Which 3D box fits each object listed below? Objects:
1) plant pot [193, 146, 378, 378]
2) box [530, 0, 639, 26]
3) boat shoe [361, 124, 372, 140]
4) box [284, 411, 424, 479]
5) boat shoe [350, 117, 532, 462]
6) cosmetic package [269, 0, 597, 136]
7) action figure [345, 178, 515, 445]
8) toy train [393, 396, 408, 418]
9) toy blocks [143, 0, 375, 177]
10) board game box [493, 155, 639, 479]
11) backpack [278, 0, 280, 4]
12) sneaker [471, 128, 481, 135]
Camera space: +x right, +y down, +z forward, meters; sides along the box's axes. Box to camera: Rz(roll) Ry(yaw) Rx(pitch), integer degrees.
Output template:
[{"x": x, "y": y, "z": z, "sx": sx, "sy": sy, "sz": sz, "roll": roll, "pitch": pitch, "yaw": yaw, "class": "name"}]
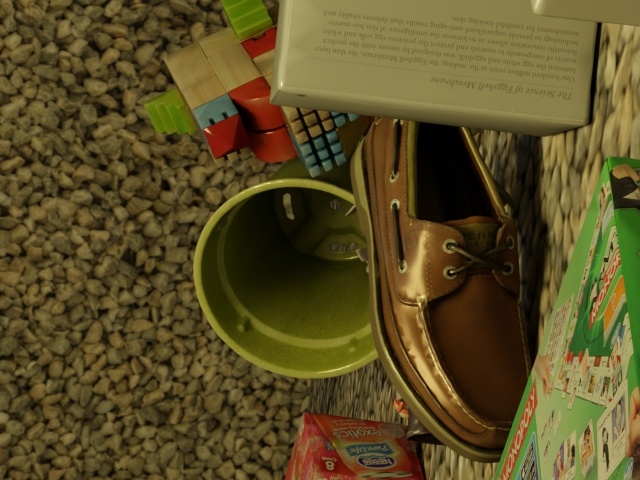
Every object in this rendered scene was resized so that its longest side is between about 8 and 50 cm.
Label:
[{"x": 0.000, "y": 0.000, "z": 2.074, "sx": 0.254, "sy": 0.276, "sz": 0.276, "roll": -66, "pitch": -14, "yaw": -63, "class": "plant pot"}, {"x": 0.168, "y": -0.177, "z": 0.865, "sx": 0.087, "sy": 0.101, "sz": 0.102, "roll": -91, "pitch": 8, "yaw": -56, "class": "box"}, {"x": 0.094, "y": -0.227, "z": 2.120, "sx": 0.073, "sy": 0.080, "sz": 0.223, "roll": 88, "pitch": -168, "yaw": -84, "class": "boat shoe"}, {"x": 0.018, "y": 0.333, "z": 1.771, "sx": 0.122, "sy": 0.128, "sz": 0.256, "roll": -103, "pitch": 25, "yaw": -62, "class": "box"}, {"x": 0.097, "y": 0.017, "z": 1.232, "sx": 0.104, "sy": 0.111, "sz": 0.307, "roll": -56, "pitch": 45, "yaw": 49, "class": "boat shoe"}, {"x": 0.086, "y": -0.201, "z": 1.179, "sx": 0.138, "sy": 0.224, "sz": 0.224, "roll": 159, "pitch": 117, "yaw": -85, "class": "cosmetic package"}, {"x": 0.098, "y": 0.030, "z": 1.399, "sx": 0.185, "sy": 0.099, "sz": 0.285, "roll": 133, "pitch": 137, "yaw": -59, "class": "action figure"}, {"x": 0.103, "y": 0.138, "z": 1.675, "sx": 0.166, "sy": 0.046, "sz": 0.125, "roll": -129, "pitch": 45, "yaw": -85, "class": "toy train"}, {"x": -0.017, "y": -0.190, "z": 1.959, "sx": 0.261, "sy": 0.381, "sz": 0.190, "roll": -120, "pitch": 7, "yaw": -52, "class": "toy blocks"}, {"x": 0.157, "y": 0.138, "z": 0.932, "sx": 0.317, "sy": 0.046, "sz": 0.213, "roll": 100, "pitch": 175, "yaw": -45, "class": "board game box"}, {"x": 0.038, "y": -0.467, "z": 2.346, "sx": 0.290, "sy": 0.273, "sz": 0.355, "roll": -78, "pitch": 10, "yaw": -56, "class": "backpack"}, {"x": 0.118, "y": -0.234, "z": 1.479, "sx": 0.127, "sy": 0.126, "sz": 0.321, "roll": 109, "pitch": 166, "yaw": -48, "class": "sneaker"}]
